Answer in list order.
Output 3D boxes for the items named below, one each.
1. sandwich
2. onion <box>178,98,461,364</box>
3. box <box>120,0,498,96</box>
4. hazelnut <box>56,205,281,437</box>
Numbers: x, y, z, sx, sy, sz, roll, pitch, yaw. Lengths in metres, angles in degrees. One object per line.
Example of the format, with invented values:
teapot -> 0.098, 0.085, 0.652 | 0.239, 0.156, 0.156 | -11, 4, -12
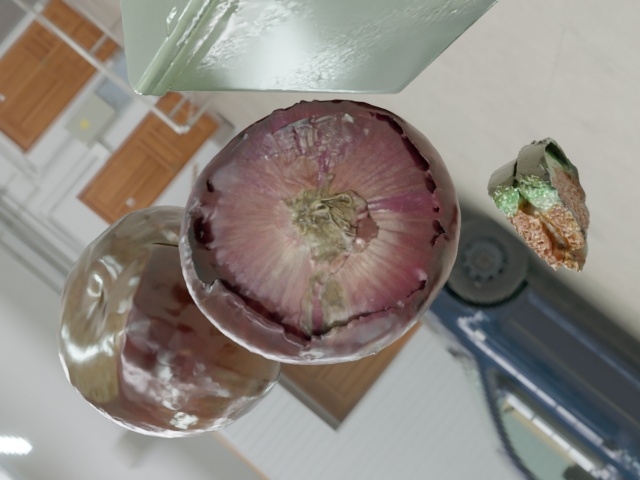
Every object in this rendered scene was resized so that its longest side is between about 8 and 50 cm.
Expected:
sandwich -> 0.361, -0.063, 1.822 | 0.212, 0.109, 0.292 | 58, -158, -19
onion -> -0.002, -0.007, 0.981 | 0.248, 0.248, 0.161 | 40, 172, -4
box -> -0.008, -0.295, 1.234 | 0.343, 0.177, 0.352 | -2, 162, -26
hazelnut -> -0.222, 0.124, 1.771 | 0.409, 0.359, 0.359 | 29, 169, 48
